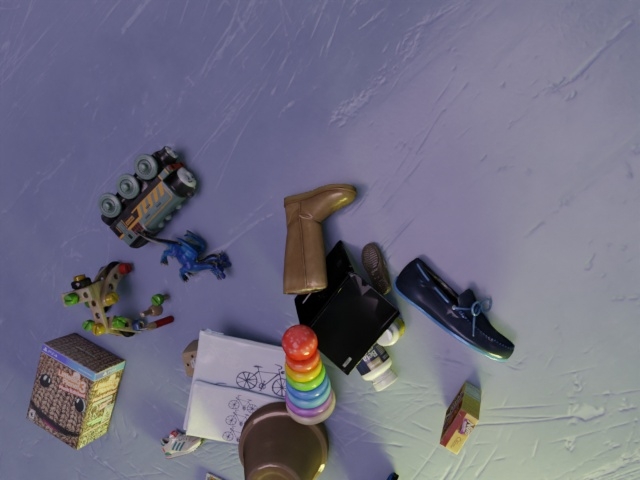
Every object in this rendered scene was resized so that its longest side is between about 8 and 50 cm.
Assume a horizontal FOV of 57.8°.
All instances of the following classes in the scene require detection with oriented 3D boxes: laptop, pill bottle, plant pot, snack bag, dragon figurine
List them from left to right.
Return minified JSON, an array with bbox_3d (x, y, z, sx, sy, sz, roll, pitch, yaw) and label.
[{"bbox_3d":[-0.403,0.027,1.737,0.289,0.085,0.144,44,112,-4],"label":"dragon figurine"},{"bbox_3d":[-0.361,0.362,1.770,0.109,0.096,0.109,-13,91,23],"label":"plant pot"},{"bbox_3d":[-0.223,0.444,1.703,0.323,0.037,0.342,12,102,0],"label":"snack bag"},{"bbox_3d":[-0.115,0.614,1.599,0.263,0.229,0.263,1,102,5],"label":"plant pot"},{"bbox_3d":[0.061,0.175,1.564,0.136,0.264,0.234,29,109,-24],"label":"laptop"},{"bbox_3d":[0.134,0.319,1.575,0.094,0.094,0.169,-37,83,21],"label":"pill bottle"},{"bbox_3d":[0.181,0.240,1.535,0.065,0.116,0.065,3,97,21],"label":"pill bottle"}]

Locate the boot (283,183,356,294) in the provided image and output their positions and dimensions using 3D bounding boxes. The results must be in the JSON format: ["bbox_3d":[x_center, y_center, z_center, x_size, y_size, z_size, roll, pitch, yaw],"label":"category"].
[{"bbox_3d":[0.000,0.000,1.556,0.236,0.089,0.269,-13,71,34],"label":"boot"}]

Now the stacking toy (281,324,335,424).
[{"bbox_3d":[-0.042,0.346,1.525,0.141,0.141,0.330,13,138,19],"label":"stacking toy"}]

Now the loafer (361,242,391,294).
[{"bbox_3d":[0.152,0.079,1.567,0.056,0.050,0.148,-20,73,19],"label":"loafer"}]

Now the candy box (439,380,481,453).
[{"bbox_3d":[0.353,0.440,1.454,0.053,0.187,0.109,30,105,13],"label":"candy box"}]

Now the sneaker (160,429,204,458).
[{"bbox_3d":[-0.448,0.644,1.857,0.161,0.057,0.075,-25,92,25],"label":"sneaker"}]

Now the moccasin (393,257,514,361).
[{"bbox_3d":[0.343,0.169,1.456,0.342,0.138,0.117,35,102,13],"label":"moccasin"}]

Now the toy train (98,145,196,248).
[{"bbox_3d":[-0.524,-0.130,1.765,0.334,0.142,0.190,-41,93,18],"label":"toy train"}]

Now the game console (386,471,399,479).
[{"bbox_3d":[0.174,0.804,1.509,0.173,0.293,0.250,30,105,14],"label":"game console"}]

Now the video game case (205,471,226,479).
[{"bbox_3d":[-0.318,0.803,1.850,0.122,0.011,0.087,17,103,18],"label":"video game case"}]

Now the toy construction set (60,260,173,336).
[{"bbox_3d":[-0.646,0.213,1.788,0.309,0.237,0.257,14,101,19],"label":"toy construction set"}]

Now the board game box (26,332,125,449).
[{"bbox_3d":[-0.819,0.499,1.939,0.232,0.141,0.291,22,104,17],"label":"board game box"}]
